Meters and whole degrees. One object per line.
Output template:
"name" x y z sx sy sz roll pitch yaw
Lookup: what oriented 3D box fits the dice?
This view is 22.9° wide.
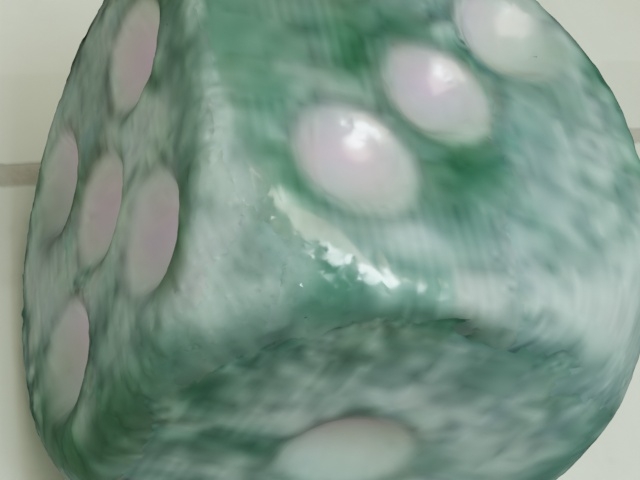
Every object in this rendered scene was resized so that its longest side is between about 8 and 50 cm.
"dice" 0.000 0.000 1.070 0.328 0.330 0.348 11 48 -27
